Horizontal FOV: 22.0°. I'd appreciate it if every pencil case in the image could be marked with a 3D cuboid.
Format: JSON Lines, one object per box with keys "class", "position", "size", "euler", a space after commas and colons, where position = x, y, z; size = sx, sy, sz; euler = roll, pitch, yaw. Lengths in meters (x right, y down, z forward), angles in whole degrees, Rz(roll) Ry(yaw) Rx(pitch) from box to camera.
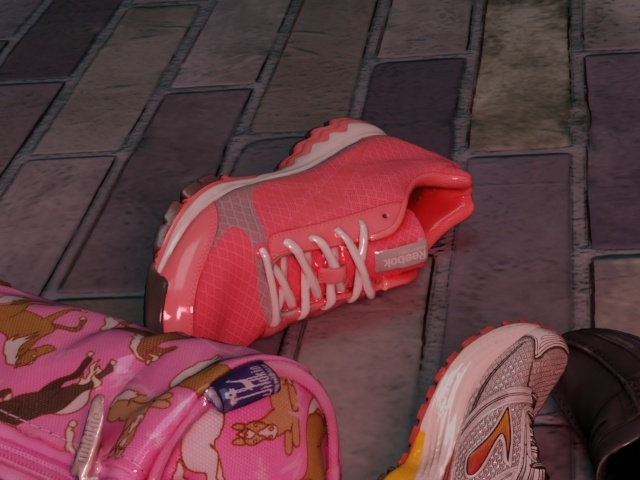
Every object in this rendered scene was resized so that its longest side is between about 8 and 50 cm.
{"class": "pencil case", "position": [-0.172, 0.099, 0.954], "size": [0.386, 0.167, 0.160], "euler": [15, 53, 39]}

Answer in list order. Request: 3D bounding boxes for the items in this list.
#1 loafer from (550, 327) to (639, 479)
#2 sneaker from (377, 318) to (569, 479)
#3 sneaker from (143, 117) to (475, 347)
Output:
{"class": "loafer", "position": [0.184, 0.116, 0.920], "size": [0.078, 0.076, 0.223], "euler": [-10, 30, -23]}
{"class": "sneaker", "position": [0.092, 0.136, 0.900], "size": [0.092, 0.088, 0.225], "euler": [14, 48, 23]}
{"class": "sneaker", "position": [0.000, -0.001, 1.152], "size": [0.136, 0.116, 0.314], "euler": [13, 33, 32]}
